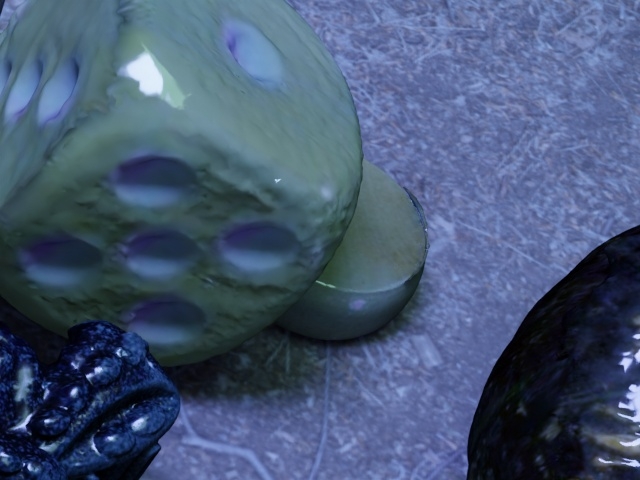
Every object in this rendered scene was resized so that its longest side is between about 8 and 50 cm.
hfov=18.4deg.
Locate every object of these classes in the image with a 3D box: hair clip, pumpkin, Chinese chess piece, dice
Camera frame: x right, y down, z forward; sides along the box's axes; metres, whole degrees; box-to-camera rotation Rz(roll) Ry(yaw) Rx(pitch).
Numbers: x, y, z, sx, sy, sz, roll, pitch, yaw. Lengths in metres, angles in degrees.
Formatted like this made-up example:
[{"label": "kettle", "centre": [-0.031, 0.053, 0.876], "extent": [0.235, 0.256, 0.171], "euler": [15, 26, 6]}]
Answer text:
[{"label": "hair clip", "centre": [-0.229, 0.176, 1.376], "extent": [0.206, 0.194, 0.310], "euler": [26, 41, -9]}, {"label": "pumpkin", "centre": [0.334, 0.180, 1.514], "extent": [0.454, 0.344, 0.454], "euler": [4, 59, -7]}, {"label": "Chinese chess piece", "centre": [0.000, 0.000, 1.732], "extent": [0.188, 0.083, 0.188], "euler": [15, 44, -15]}, {"label": "dice", "centre": [-0.132, -0.074, 1.562], "extent": [0.254, 0.249, 0.252], "euler": [32, 32, -32]}]

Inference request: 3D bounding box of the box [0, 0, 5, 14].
[{"label": "box", "centre": [-0.497, -0.254, 1.686], "extent": [0.352, 0.177, 0.344], "euler": [38, 41, 15]}]
